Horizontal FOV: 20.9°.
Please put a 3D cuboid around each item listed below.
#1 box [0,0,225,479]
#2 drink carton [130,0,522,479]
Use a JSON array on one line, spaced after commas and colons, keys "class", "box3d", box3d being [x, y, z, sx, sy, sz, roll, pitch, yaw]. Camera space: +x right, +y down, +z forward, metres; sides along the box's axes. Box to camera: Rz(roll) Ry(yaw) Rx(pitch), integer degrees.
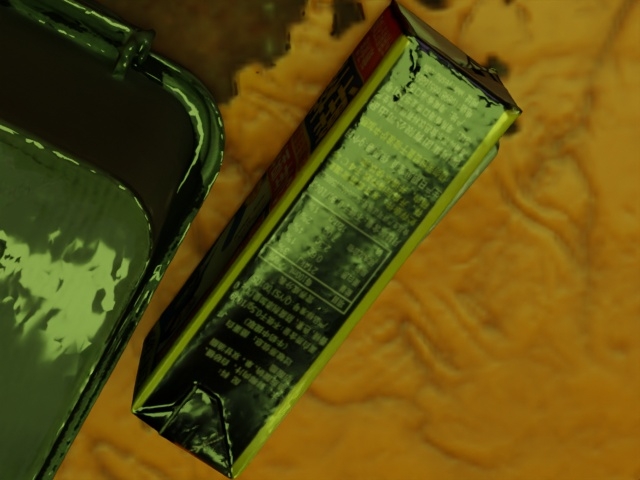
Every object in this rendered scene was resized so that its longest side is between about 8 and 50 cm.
[{"class": "box", "box3d": [-0.145, 0.027, 0.585, 0.163, 0.135, 0.243, 28, 103, -10]}, {"class": "drink carton", "box3d": [0.000, 0.000, 0.616, 0.056, 0.071, 0.166, 34, 104, -9]}]
